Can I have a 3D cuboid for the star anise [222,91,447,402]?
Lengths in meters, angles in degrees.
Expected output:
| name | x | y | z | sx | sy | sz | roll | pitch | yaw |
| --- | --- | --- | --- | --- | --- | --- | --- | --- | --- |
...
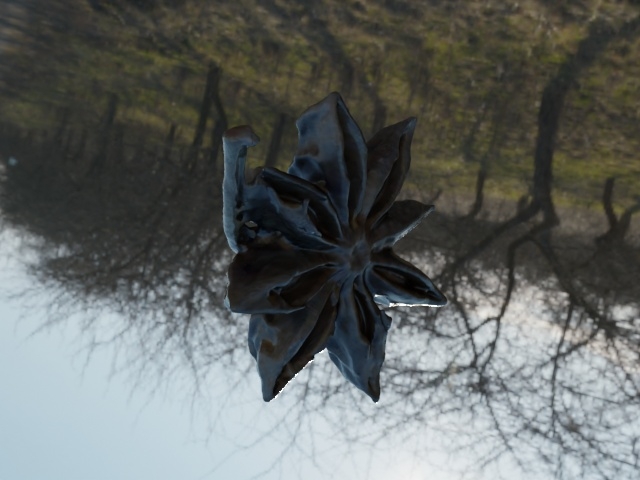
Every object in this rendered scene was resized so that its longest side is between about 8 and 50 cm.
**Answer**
| name | x | y | z | sx | sy | sz | roll | pitch | yaw |
| --- | --- | --- | --- | --- | --- | --- | --- | --- | --- |
| star anise | 0.001 | -0.001 | 0.534 | 0.081 | 0.230 | 0.262 | 23 | 170 | 45 |
